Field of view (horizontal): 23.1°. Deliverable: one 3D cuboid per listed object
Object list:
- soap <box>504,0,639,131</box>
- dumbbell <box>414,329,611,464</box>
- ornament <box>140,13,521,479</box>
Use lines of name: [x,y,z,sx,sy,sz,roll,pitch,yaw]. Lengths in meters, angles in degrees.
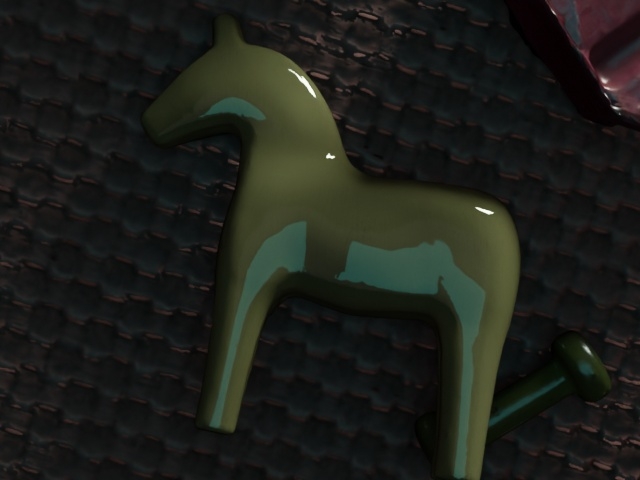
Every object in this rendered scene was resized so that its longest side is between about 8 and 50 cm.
soap: [0.228,-0.184,0.893,0.250,0.099,0.162,-33,95,-1]
dumbbell: [0.113,0.099,0.926,0.118,0.052,0.046,-30,82,-2]
ornament: [0.000,0.000,0.892,0.230,0.061,0.245,10,80,3]
